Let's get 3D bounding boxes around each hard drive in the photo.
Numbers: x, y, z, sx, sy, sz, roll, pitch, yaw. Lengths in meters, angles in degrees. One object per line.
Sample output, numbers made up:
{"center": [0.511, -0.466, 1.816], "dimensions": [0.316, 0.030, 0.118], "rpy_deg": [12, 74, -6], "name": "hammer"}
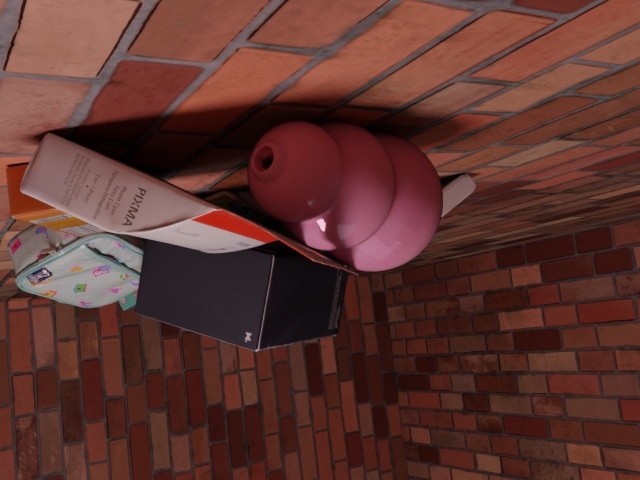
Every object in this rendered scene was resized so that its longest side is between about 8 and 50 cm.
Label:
{"center": [0.171, -0.032, 1.559], "dimensions": [0.233, 0.047, 0.353], "rpy_deg": [-38, -177, -20], "name": "hard drive"}

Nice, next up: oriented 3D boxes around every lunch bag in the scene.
{"center": [-0.440, 0.032, 1.355], "dimensions": [0.224, 0.108, 0.279], "rpy_deg": [-25, 158, 11], "name": "lunch bag"}

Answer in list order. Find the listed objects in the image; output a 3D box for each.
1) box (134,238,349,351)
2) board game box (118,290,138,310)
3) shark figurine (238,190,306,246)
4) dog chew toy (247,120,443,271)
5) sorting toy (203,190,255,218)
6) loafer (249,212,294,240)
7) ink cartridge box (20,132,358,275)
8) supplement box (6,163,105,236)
{"center": [-0.143, 0.082, 1.362], "dimensions": [0.296, 0.183, 0.294], "rpy_deg": [12, -175, 29], "name": "box"}
{"center": [-0.448, 0.129, 1.933], "dimensions": [0.160, 0.047, 0.210], "rpy_deg": [-30, 175, 6], "name": "board game box"}
{"center": [-0.010, -0.043, 1.282], "dimensions": [0.278, 0.116, 0.166], "rpy_deg": [-6, 151, 42], "name": "shark figurine"}
{"center": [0.030, -0.070, 0.972], "dimensions": [0.206, 0.207, 0.332], "rpy_deg": [-12, 164, 34], "name": "dog chew toy"}
{"center": [-0.225, -0.048, 1.433], "dimensions": [0.208, 0.038, 0.193], "rpy_deg": [-16, 170, 19], "name": "sorting toy"}
{"center": [-0.124, -0.021, 1.581], "dimensions": [0.319, 0.112, 0.111], "rpy_deg": [-16, 166, 14], "name": "loafer"}
{"center": [-0.157, -0.009, 0.963], "dimensions": [0.385, 0.091, 0.308], "rpy_deg": [25, 180, 14], "name": "ink cartridge box"}
{"center": [-0.397, -0.060, 1.095], "dimensions": [0.080, 0.078, 0.233], "rpy_deg": [-10, 174, 1], "name": "supplement box"}
